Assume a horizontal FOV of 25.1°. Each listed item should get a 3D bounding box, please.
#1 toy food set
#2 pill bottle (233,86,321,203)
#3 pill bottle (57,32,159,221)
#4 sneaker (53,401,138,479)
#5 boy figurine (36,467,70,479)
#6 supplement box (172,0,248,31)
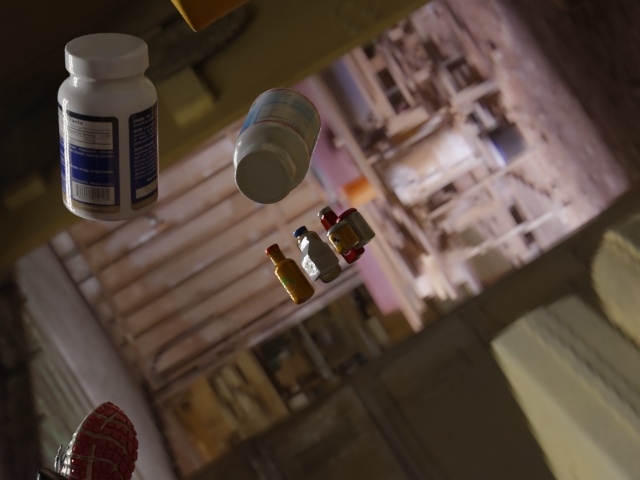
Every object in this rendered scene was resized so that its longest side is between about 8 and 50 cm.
[{"bbox_3d":[0.000,0.000,2.252,0.104,0.111,0.232,54,152,10],"label":"toy food set"},{"bbox_3d":[-0.051,-0.105,1.619,0.087,0.087,0.160,59,-159,-21],"label":"pill bottle"},{"bbox_3d":[-0.326,-0.176,2.216,0.153,0.153,0.265,-126,34,-56],"label":"pill bottle"},{"bbox_3d":[-0.381,0.377,2.188,0.112,0.299,0.121,-10,134,44],"label":"sneaker"},{"bbox_3d":[-0.361,0.430,1.755,0.177,0.285,0.092,27,173,-6],"label":"boy figurine"},{"bbox_3d":[-0.098,-0.352,0.963,0.195,0.194,0.356,56,176,34],"label":"supplement box"}]
